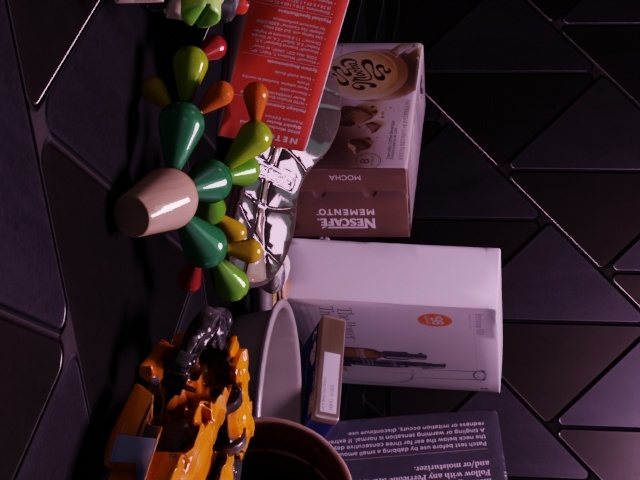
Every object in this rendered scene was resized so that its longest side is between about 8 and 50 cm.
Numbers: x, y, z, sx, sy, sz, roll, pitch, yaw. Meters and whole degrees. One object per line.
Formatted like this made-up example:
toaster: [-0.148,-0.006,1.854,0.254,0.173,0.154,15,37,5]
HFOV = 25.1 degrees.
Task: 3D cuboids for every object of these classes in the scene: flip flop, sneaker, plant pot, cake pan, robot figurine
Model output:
flip flop: [-0.059,-0.080,1.511,0.112,0.080,0.277,29,70,-37]
sneaker: [-0.072,0.016,1.575,0.135,0.052,0.058,73,28,-42]
plant pot: [-0.057,0.279,1.344,0.165,0.167,0.167,94,2,-51]
cake pan: [-0.067,0.210,1.575,0.293,0.054,0.293,1,90,-82]
robot figurine: [-0.114,0.179,1.130,0.291,0.085,0.211,-72,162,-62]

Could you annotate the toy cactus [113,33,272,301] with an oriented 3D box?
toy cactus: [-0.111,-0.048,1.166,0.180,0.112,0.219,-31,127,-58]

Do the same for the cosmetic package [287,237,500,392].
cosmetic package: [0.114,0.113,2.035,0.377,0.284,0.097,71,21,-66]

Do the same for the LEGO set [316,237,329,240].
LEGO set: [0.000,0.003,2.164,0.083,0.023,0.054,105,-7,-64]

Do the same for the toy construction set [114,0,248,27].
toy construction set: [-0.086,-0.283,1.036,0.215,0.151,0.328,125,-18,-58]

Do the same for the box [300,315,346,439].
box: [-0.018,0.207,1.802,0.225,0.036,0.136,116,-18,-55]

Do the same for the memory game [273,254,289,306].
memory game: [-0.057,0.062,1.778,0.186,0.012,0.186,1,90,-82]

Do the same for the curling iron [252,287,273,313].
curling iron: [-0.063,-0.008,1.645,0.068,0.035,0.274,-62,151,-72]

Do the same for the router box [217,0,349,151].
router box: [-0.020,-0.300,1.293,0.335,0.082,0.301,-91,-165,-50]

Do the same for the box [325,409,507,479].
box: [0.126,0.559,1.935,0.480,0.297,0.472,82,5,-48]

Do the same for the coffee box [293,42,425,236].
coffee box: [0.050,-0.142,1.967,0.297,0.168,0.119,-79,167,-48]
